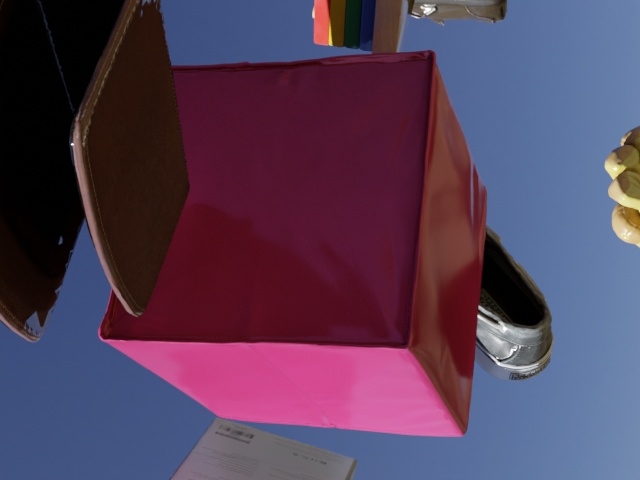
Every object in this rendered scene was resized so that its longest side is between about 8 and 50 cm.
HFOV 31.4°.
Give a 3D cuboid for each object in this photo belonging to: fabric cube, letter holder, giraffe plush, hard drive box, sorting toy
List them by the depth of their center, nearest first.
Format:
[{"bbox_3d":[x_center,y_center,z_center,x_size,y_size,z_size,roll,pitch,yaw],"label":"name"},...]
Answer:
[{"bbox_3d":[-0.193,-0.024,0.719,0.302,0.152,0.214,96,-172,-67],"label":"letter holder"},{"bbox_3d":[-0.006,0.013,0.993,0.258,0.259,0.254,52,-138,-62],"label":"fabric cube"},{"bbox_3d":[0.058,-0.327,1.068,0.257,0.089,0.255,91,-168,-60],"label":"sorting toy"},{"bbox_3d":[-0.075,0.301,1.238,0.232,0.181,0.089,-48,-29,-69],"label":"hard drive box"},{"bbox_3d":[0.531,-0.051,1.794,0.181,0.210,0.170,-48,-16,-32],"label":"giraffe plush"}]

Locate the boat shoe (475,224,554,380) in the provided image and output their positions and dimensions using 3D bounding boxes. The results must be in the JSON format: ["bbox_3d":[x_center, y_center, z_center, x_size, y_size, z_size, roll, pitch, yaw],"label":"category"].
[{"bbox_3d":[0.127,0.007,1.165,0.113,0.306,0.105,-24,-36,-13],"label":"boat shoe"}]

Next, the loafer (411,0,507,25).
[{"bbox_3d":[0.136,-0.301,1.419,0.080,0.220,0.078,-57,-37,-21],"label":"loafer"}]
